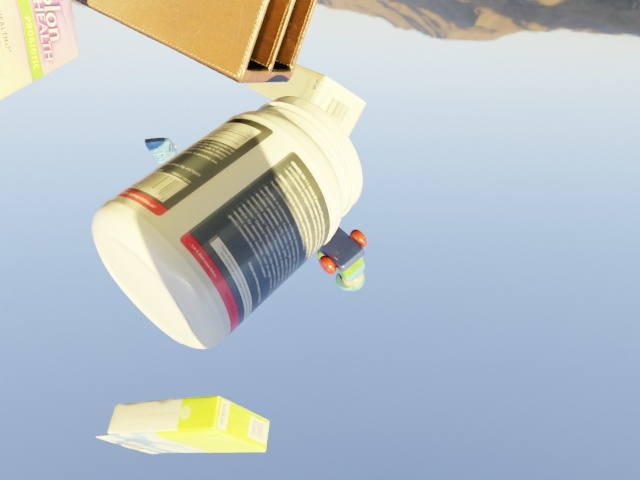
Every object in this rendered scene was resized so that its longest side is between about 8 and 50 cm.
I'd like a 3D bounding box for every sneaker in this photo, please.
[{"bbox_3d":[-0.488,-0.267,1.677,0.069,0.082,0.209,-3,178,-1],"label":"sneaker"}]

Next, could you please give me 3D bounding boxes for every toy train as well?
[{"bbox_3d":[0.000,0.000,1.166,0.105,0.143,0.248,-40,-125,-13],"label":"toy train"}]

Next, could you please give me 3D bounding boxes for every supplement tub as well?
[{"bbox_3d":[-0.097,-0.029,0.624,0.191,0.191,0.272,23,-128,35],"label":"supplement tub"}]

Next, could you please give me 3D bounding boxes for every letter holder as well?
[{"bbox_3d":[-0.160,-0.369,0.709,0.301,0.215,0.152,29,-156,12],"label":"letter holder"}]

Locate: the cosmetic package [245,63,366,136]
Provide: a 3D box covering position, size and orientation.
[{"bbox_3d":[-0.045,-0.383,1.417,0.160,0.113,0.309,19,-166,-45],"label":"cosmetic package"}]

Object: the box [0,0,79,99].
[{"bbox_3d":[-0.299,-0.195,0.356,0.117,0.214,0.243,18,-138,9],"label":"box"}]

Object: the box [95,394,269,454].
[{"bbox_3d":[-0.165,0.227,0.654,0.178,0.109,0.042,-12,-126,25],"label":"box"}]
